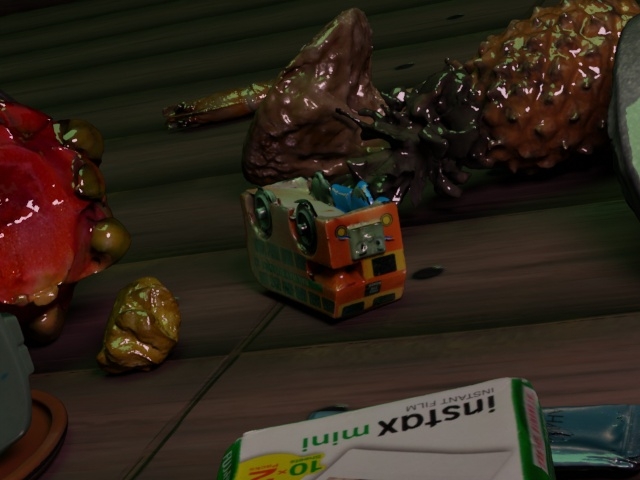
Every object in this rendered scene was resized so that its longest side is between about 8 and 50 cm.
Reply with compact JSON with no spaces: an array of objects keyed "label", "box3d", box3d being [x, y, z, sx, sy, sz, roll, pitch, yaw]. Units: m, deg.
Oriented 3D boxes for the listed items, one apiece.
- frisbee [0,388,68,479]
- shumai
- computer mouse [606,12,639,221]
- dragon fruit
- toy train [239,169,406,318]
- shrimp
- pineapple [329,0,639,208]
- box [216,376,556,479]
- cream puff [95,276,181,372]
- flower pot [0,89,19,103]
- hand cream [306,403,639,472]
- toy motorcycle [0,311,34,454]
[{"label":"frisbee","box3d":[-0.303,0.171,1.191,0.251,0.021,0.251,-13,18,5]},{"label":"shumai","box3d":[0.024,-0.117,1.620,0.153,0.209,0.161,32,20,2]},{"label":"computer mouse","box3d":[0.320,-0.110,1.258,0.203,0.114,0.374,11,31,1]},{"label":"dragon fruit","box3d":[-0.309,-0.035,1.427,0.228,0.243,0.307,-16,58,-33]},{"label":"toy train","box3d":[0.000,0.000,1.337,0.072,0.099,0.188,-20,17,-23]},{"label":"shrimp","box3d":[-0.113,-0.177,2.066,0.180,0.041,0.099,-15,16,2]},{"label":"pineapple","box3d":[0.140,-0.110,1.482,0.341,0.169,0.169,-21,18,-4]},{"label":"box","box3d":[0.033,0.166,0.793,0.180,0.103,0.250,-12,18,7]},{"label":"cream puff","box3d":[-0.142,0.072,1.311,0.058,0.083,0.083,23,-1,-11]},{"label":"flower pot","box3d":[-0.400,-0.043,1.660,0.235,0.235,0.148,-10,37,15]},{"label":"hand cream","box3d":[0.084,0.124,0.989,0.224,0.048,0.083,-5,17,15]},{"label":"toy motorcycle","box3d":[-0.320,0.001,1.156,0.200,0.326,0.191,-23,19,-28]}]
